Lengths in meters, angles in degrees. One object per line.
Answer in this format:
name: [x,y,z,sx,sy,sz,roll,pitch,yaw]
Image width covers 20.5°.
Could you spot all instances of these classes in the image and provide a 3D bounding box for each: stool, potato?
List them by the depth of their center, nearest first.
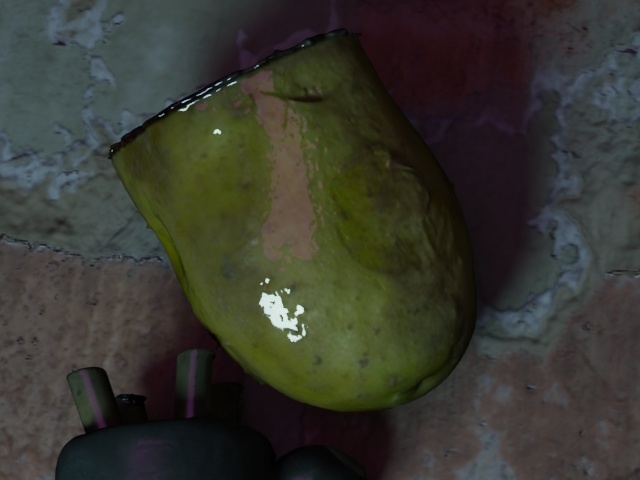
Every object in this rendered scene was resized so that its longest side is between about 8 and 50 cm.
stool: [-0.091,0.167,1.270,0.228,0.153,0.139,8,64,-31]
potato: [0.000,0.000,1.275,0.229,0.229,0.266,-26,83,2]
